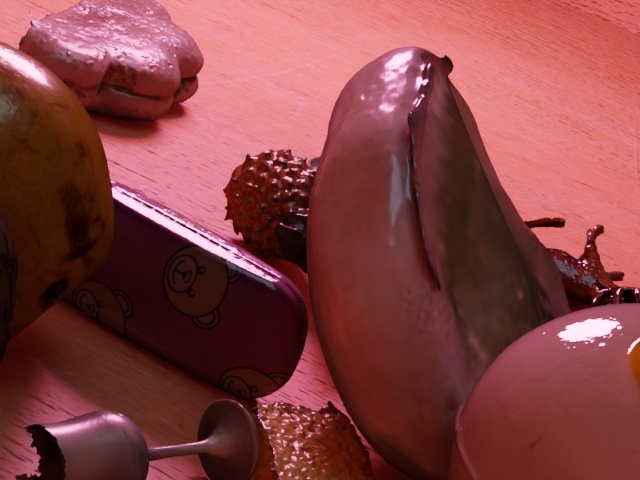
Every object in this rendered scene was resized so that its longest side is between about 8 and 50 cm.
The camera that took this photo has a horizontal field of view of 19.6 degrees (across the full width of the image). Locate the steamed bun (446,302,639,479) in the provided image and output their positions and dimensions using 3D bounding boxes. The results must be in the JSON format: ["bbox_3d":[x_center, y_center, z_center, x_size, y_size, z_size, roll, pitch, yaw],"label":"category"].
[{"bbox_3d":[0.265,0.215,1.376,0.334,0.334,0.374,3,35,-36],"label":"steamed bun"}]

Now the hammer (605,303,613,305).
[{"bbox_3d":[0.184,0.088,1.916,0.290,0.137,0.037,26,-20,54],"label":"hammer"}]

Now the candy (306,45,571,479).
[{"bbox_3d":[0.089,0.043,1.638,0.186,0.386,0.427,-18,17,16],"label":"candy"}]

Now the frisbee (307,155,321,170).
[{"bbox_3d":[0.034,-0.075,2.284,0.110,0.014,0.110,18,21,-7],"label":"frisbee"}]

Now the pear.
[{"bbox_3d":[-0.314,-0.038,1.571,0.284,0.283,0.283,17,21,-7],"label":"pear"}]

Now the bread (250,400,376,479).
[{"bbox_3d":[-0.009,0.194,1.528,0.103,0.065,0.187,10,24,-18],"label":"bread"}]

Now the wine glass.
[{"bbox_3d":[-0.144,0.170,1.449,0.195,0.079,0.079,-1,29,-44],"label":"wine glass"}]

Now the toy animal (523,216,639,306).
[{"bbox_3d":[0.290,0.049,2.144,0.243,0.087,0.260,10,20,16],"label":"toy animal"}]

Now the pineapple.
[{"bbox_3d":[0.000,0.000,1.923,0.119,0.130,0.277,-10,35,-29],"label":"pineapple"}]

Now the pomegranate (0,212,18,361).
[{"bbox_3d":[-0.392,0.044,1.364,0.285,0.285,0.341,-1,-1,-42],"label":"pomegranate"}]

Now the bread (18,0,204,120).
[{"bbox_3d":[-0.247,-0.227,2.296,0.183,0.102,0.337,22,22,8],"label":"bread"}]

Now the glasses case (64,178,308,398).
[{"bbox_3d":[-0.150,0.035,1.711,0.316,0.123,0.076,28,24,21],"label":"glasses case"}]
